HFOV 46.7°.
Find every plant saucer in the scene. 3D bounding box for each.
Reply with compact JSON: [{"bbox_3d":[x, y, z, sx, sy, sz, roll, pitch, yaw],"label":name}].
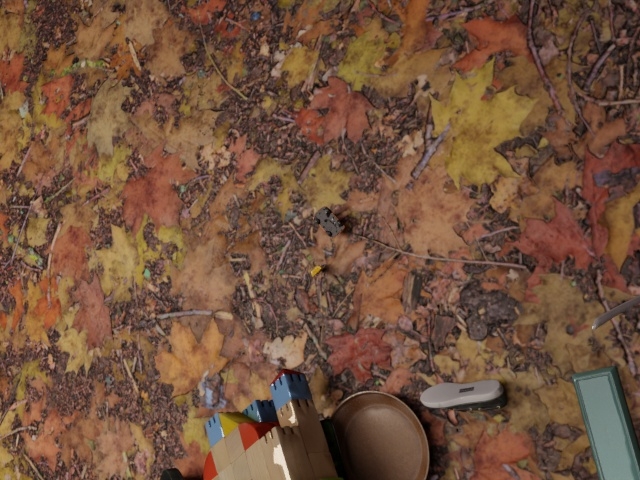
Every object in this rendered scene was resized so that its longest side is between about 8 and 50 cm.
[{"bbox_3d":[0.098,0.352,1.246,0.199,0.036,0.198,-5,80,32],"label":"plant saucer"},{"bbox_3d":[0.416,0.281,1.065,0.067,0.018,0.192,-19,73,29],"label":"plant saucer"}]

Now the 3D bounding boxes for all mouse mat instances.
[{"bbox_3d":[-0.025,0.403,1.306,0.190,0.007,0.152,-27,73,42],"label":"mouse mat"}]

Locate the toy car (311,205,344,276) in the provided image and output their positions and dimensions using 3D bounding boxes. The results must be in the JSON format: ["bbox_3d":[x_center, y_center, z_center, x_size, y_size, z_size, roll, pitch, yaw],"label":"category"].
[{"bbox_3d":[0.000,0.000,1.349,0.060,0.040,0.122,30,98,10],"label":"toy car"}]

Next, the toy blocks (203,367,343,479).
[{"bbox_3d":[-0.111,0.396,1.286,0.381,0.191,0.260,-47,50,35],"label":"toy blocks"}]

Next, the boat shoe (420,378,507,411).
[{"bbox_3d":[0.226,0.252,1.174,0.142,0.049,0.040,-15,115,35],"label":"boat shoe"}]

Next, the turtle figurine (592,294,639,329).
[{"bbox_3d":[0.534,0.050,0.893,0.275,0.198,0.266,27,79,-9],"label":"turtle figurine"}]

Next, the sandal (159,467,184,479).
[{"bbox_3d":[-0.270,0.533,1.283,0.446,0.107,0.167,-150,63,-69],"label":"sandal"}]
